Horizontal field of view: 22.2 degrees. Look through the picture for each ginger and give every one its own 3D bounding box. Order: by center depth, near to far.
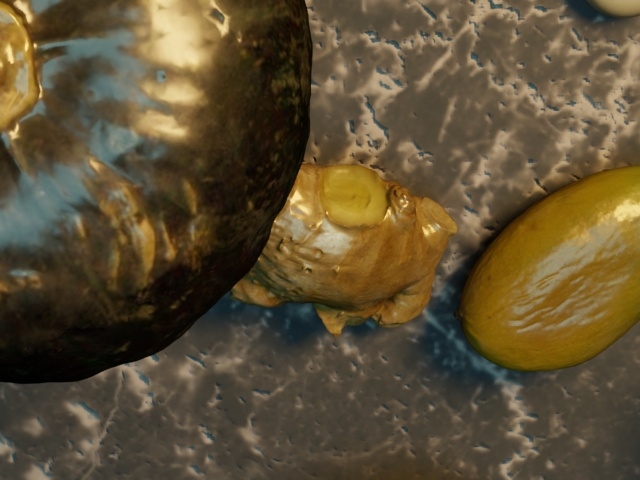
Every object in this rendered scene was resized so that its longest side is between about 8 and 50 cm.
[{"bbox_3d":[0.000,0.000,1.297,0.216,0.102,0.157,10,140,-16],"label":"ginger"}]

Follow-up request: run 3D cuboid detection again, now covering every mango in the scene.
[{"bbox_3d":[0.219,0.015,1.334,0.237,0.091,0.137,-45,117,9],"label":"mango"}]

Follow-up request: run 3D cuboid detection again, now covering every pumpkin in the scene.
[{"bbox_3d":[-0.227,-0.119,1.084,0.454,0.344,0.455,-1,96,-5],"label":"pumpkin"}]

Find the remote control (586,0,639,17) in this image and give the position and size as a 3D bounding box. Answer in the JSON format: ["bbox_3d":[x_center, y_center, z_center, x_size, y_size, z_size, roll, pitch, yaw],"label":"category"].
[{"bbox_3d":[0.224,-0.272,1.224,0.078,0.042,0.221,-12,115,-1],"label":"remote control"}]
